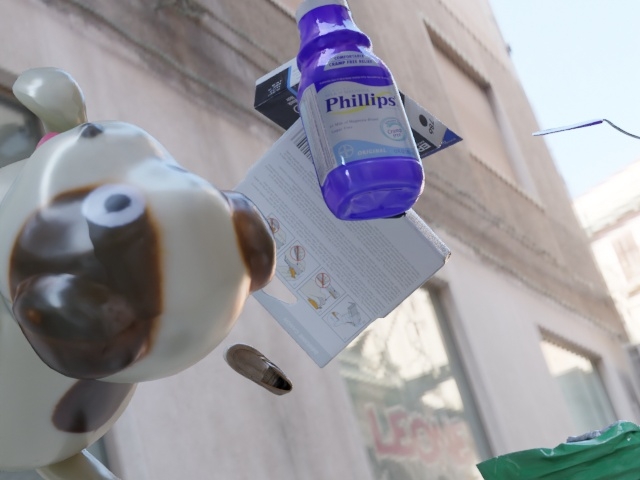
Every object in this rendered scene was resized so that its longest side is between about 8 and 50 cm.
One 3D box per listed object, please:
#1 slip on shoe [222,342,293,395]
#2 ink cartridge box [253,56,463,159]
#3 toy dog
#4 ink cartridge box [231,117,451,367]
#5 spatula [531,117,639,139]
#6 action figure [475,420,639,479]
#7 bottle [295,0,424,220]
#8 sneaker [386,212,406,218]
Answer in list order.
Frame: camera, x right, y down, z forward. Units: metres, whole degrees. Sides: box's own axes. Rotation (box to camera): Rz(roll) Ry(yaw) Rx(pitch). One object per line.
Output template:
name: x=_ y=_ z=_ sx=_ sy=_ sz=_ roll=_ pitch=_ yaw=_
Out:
slip on shoe: x=-0.103 y=0.218 z=1.916 sx=0.135 sy=0.051 sz=0.041 roll=41 pitch=-16 yaw=-20
ink cartridge box: x=0.067 y=-0.185 z=1.811 sx=0.165 sy=0.065 sz=0.332 roll=-25 pitch=-41 yaw=37
toy dog: x=-0.232 y=0.050 z=0.975 sx=0.284 sy=0.395 sz=0.408 roll=-15 pitch=-8 yaw=-42
ink cartridge box: x=0.000 y=0.000 z=1.559 sx=0.239 sy=0.275 sz=0.060 roll=-43 pitch=0 yaw=21
spatula: x=0.434 y=-0.144 z=1.527 sx=0.296 sy=0.030 sz=0.084 roll=5 pitch=8 yaw=6
action figure: x=0.322 y=0.277 z=1.370 sx=0.232 sy=0.137 sz=0.063 roll=-31 pitch=3 yaw=22
bottle: x=0.034 y=-0.162 z=1.334 sx=0.118 sy=0.283 sz=0.092 roll=-6 pitch=-28 yaw=-17
sneaker: x=0.066 y=-0.053 z=1.441 sx=0.098 sy=0.069 sz=0.038 roll=15 pitch=-70 yaw=-3
